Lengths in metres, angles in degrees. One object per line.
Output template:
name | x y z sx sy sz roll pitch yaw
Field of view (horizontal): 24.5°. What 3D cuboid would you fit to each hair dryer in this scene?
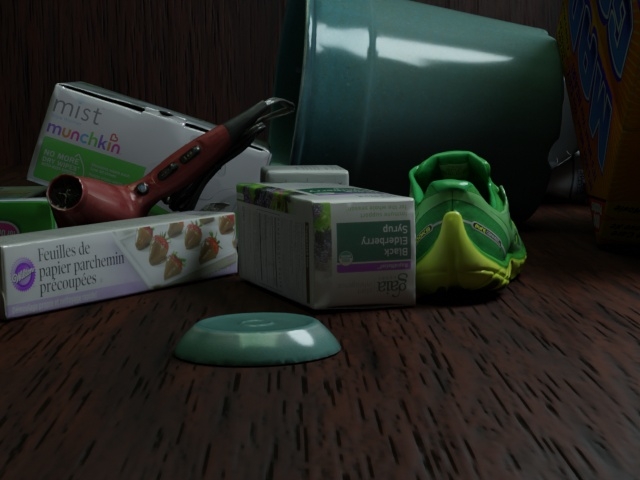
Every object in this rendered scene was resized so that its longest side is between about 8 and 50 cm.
hair dryer | -0.171 -0.062 1.476 0.080 0.223 0.293 43 35 18

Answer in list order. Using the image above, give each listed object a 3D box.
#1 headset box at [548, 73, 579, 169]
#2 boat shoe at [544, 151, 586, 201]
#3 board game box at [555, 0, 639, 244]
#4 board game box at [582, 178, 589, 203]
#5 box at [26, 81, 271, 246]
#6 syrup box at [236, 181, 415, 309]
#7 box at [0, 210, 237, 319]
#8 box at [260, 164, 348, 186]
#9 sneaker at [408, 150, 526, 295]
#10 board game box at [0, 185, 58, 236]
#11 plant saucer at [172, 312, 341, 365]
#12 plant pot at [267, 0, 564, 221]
headset box | 0.272 -0.153 2.210 0.218 0.110 0.293 -33 13 -8
boat shoe | 0.367 -0.109 2.298 0.088 0.096 0.267 4 15 5
board game box | 0.474 -0.244 1.597 0.357 0.356 0.356 -1 49 -1
board game box | 0.577 -0.124 2.129 0.347 0.056 0.208 3 35 31
box | -0.198 -0.100 1.788 0.262 0.126 0.231 18 6 -5
syrup box | 0.000 0.000 1.317 0.093 0.096 0.237 -3 5 -18
box | -0.195 0.017 1.341 0.067 0.063 0.324 1 6 32
box | -0.018 -0.027 1.542 0.087 0.102 0.101 0 6 -6
sneaker | 0.138 -0.023 1.367 0.109 0.123 0.295 -1 6 5
board game box | -0.447 -0.025 1.769 0.317 0.064 0.242 -1 6 5
plant saucer | -0.045 0.068 1.044 0.119 0.021 0.119 -1 7 0
plant pot | 0.116 -0.164 1.887 0.334 0.341 0.341 6 5 -7
